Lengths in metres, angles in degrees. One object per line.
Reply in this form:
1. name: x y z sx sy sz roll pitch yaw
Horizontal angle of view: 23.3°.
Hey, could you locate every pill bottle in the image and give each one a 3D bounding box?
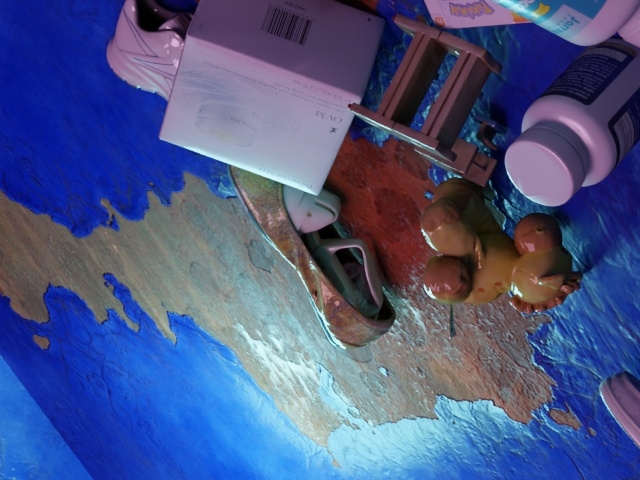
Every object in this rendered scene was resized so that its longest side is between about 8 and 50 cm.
1. pill bottle: 0.232 -0.287 1.535 0.264 0.146 0.146 25 150 -12
2. pill bottle: 0.282 -0.124 1.661 0.112 0.186 0.112 29 144 24

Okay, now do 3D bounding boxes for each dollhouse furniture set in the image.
1. dollhouse furniture set: 0.144 -0.165 1.852 0.129 0.129 0.183 27 180 27

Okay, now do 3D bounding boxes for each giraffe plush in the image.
1. giraffe plush: 0.233 0.025 1.925 0.170 0.181 0.210 -1 118 22

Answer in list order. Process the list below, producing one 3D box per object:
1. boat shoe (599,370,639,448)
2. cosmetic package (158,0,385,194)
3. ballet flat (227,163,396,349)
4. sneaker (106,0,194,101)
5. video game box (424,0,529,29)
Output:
1. boat shoe: 0.492 0.263 1.939 0.320 0.103 0.118 40 -168 14
2. cosmetic package: -0.065 -0.199 1.946 0.224 0.138 0.225 19 147 -3
3. ballet flat: 0.000 0.000 2.199 0.123 0.123 0.349 -6 121 51
4. sneaker: -0.177 -0.236 2.131 0.297 0.111 0.129 32 139 18
5. video game box: 0.177 -0.324 1.691 0.205 0.048 0.187 3 131 47
